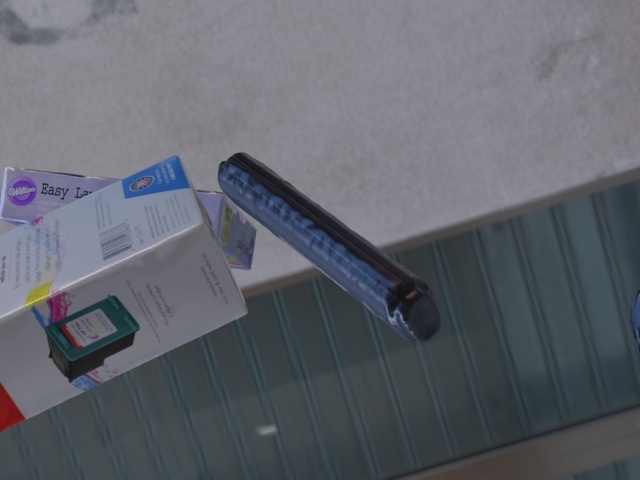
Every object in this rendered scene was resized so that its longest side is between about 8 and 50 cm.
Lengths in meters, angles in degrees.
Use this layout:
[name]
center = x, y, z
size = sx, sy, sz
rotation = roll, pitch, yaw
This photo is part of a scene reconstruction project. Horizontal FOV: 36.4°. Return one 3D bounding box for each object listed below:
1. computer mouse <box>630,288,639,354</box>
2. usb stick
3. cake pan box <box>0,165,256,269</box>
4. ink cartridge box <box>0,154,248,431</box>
[computer mouse]
center = 0.178, -0.021, 0.257
size = 0.188, 0.072, 0.272
rotation = -122, 24, -50
[usb stick]
center = 0.000, 0.000, 0.864
size = 0.278, 0.045, 0.077
rotation = 37, 165, 41
[cake pan box]
center = -0.225, -0.023, 1.175
size = 0.246, 0.266, 0.070
rotation = 75, -157, -80
[ink cartridge box]
center = -0.179, 0.041, 0.667
size = 0.134, 0.231, 0.078
rotation = -122, 7, -61
